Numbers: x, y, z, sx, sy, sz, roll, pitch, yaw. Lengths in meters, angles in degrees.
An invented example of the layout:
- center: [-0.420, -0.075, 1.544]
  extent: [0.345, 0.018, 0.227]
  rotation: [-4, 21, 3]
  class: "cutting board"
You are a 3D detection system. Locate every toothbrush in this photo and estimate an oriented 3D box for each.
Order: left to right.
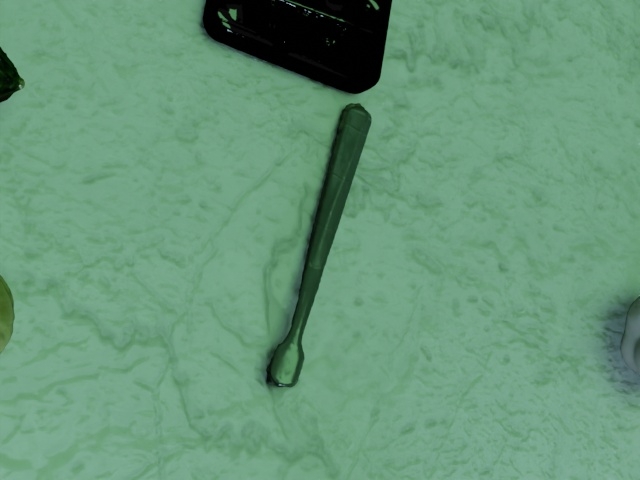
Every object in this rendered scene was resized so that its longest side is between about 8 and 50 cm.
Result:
- center: [0.000, 0.000, 1.138]
  extent: [0.030, 0.030, 0.297]
  rotation: [22, 68, -16]
  class: "toothbrush"

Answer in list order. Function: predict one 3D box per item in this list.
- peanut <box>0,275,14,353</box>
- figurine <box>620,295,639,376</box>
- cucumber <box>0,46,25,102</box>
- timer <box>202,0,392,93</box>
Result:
- center: [-0.310, 0.102, 0.897]
  extent: [0.214, 0.090, 0.099]
  rotation: [-50, 116, -27]
  class: "peanut"
- center: [0.395, 0.125, 1.304]
  extent: [0.229, 0.112, 0.137]
  rotation: [48, 68, -29]
  class: "figurine"
- center: [-0.399, -0.172, 0.902]
  extent: [0.359, 0.096, 0.096]
  rotation: [16, 73, -30]
  class: "cucumber"
- center: [-0.014, -0.236, 1.160]
  extent: [0.187, 0.055, 0.144]
  rotation: [18, 71, -27]
  class: "timer"
